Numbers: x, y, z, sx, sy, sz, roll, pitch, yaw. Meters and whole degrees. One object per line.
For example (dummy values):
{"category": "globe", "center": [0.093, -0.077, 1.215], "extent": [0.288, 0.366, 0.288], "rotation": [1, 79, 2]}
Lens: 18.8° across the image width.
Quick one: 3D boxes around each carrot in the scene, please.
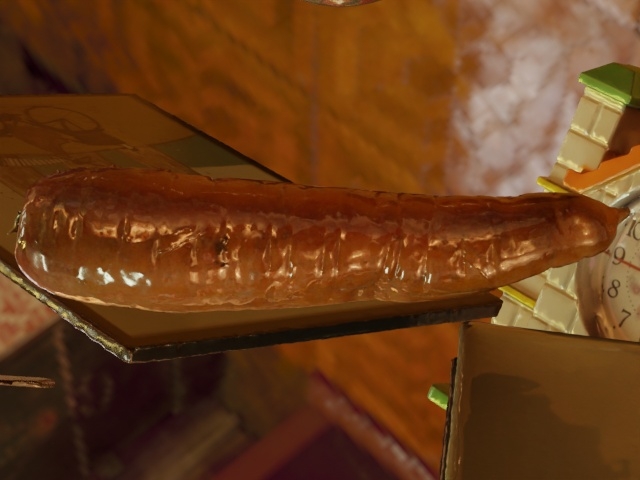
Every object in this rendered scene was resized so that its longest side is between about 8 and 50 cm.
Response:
{"category": "carrot", "center": [0.000, 0.000, 0.762], "extent": [0.059, 0.248, 0.059], "rotation": [-179, 90, -88]}

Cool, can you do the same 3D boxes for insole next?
{"category": "insole", "center": [-0.218, 0.078, 1.112], "extent": [0.328, 0.111, 0.007], "rotation": [167, 108, -75]}

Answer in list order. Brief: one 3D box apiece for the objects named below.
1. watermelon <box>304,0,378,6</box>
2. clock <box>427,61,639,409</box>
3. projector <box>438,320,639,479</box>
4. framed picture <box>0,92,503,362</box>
{"category": "watermelon", "center": [0.016, -0.290, 1.560], "extent": [0.212, 0.212, 0.212], "rotation": [39, 151, 27]}
{"category": "clock", "center": [0.215, 0.035, 1.203], "extent": [0.220, 0.106, 0.255], "rotation": [30, 107, 38]}
{"category": "projector", "center": [0.166, 0.196, 0.868], "extent": [0.249, 0.248, 0.248], "rotation": [7, 121, 4]}
{"category": "framed picture", "center": [-0.099, -0.019, 0.999], "extent": [0.324, 0.244, 0.013], "rotation": [30, 114, 41]}
